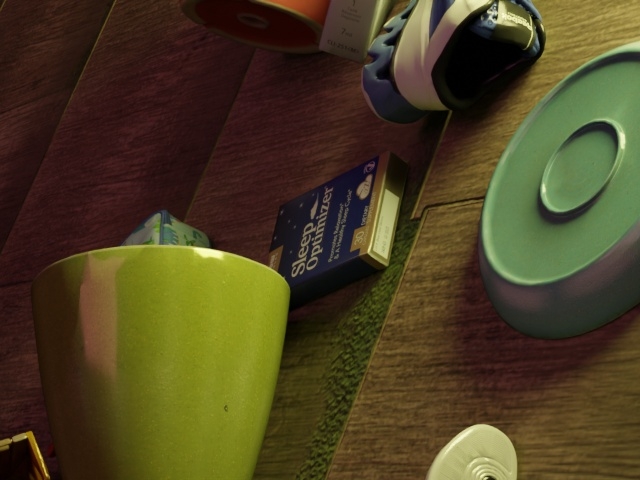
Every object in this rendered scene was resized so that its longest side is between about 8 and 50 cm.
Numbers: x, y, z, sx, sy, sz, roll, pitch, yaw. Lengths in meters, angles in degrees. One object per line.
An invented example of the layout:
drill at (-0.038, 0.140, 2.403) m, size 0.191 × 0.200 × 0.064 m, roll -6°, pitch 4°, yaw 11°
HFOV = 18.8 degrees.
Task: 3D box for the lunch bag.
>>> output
lunch bag at (-0.212, 0.085, 2.315) m, size 0.176 × 0.090 × 0.219 m, roll -43°, pitch 30°, yaw 30°

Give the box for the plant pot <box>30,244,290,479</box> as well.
plant pot at (-0.166, 0.190, 2.001) m, size 0.275 × 0.274 × 0.294 m, roll -25°, pitch 58°, yaw 45°

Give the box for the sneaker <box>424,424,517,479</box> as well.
sneaker at (0.093, 0.264, 1.673) m, size 0.121 × 0.079 × 0.217 m, roll -48°, pitch 13°, yaw 52°

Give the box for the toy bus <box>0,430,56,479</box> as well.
toy bus at (-0.378, 0.314, 2.319) m, size 0.191 × 0.202 × 0.104 m, roll -36°, pitch 65°, yaw 21°

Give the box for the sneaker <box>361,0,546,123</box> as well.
sneaker at (0.177, -0.260, 2.034) m, size 0.182 × 0.127 × 0.315 m, roll 14°, pitch 80°, yaw 56°

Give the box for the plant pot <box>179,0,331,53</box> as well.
plant pot at (-0.051, -0.374, 2.360) m, size 0.275 × 0.275 × 0.243 m, roll -2°, pitch 71°, yaw 57°

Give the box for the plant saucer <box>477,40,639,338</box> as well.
plant saucer at (0.251, -0.059, 1.784) m, size 0.317 × 0.043 × 0.318 m, roll -38°, pitch 33°, yaw 31°

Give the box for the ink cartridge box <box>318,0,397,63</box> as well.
ink cartridge box at (0.086, -0.363, 2.135) m, size 0.275 × 0.060 × 0.239 m, roll -63°, pitch -9°, yaw -49°

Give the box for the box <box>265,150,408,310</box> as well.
box at (0.000, 0.000, 2.123) m, size 0.225 × 0.036 × 0.136 m, roll -27°, pitch 40°, yaw 45°
